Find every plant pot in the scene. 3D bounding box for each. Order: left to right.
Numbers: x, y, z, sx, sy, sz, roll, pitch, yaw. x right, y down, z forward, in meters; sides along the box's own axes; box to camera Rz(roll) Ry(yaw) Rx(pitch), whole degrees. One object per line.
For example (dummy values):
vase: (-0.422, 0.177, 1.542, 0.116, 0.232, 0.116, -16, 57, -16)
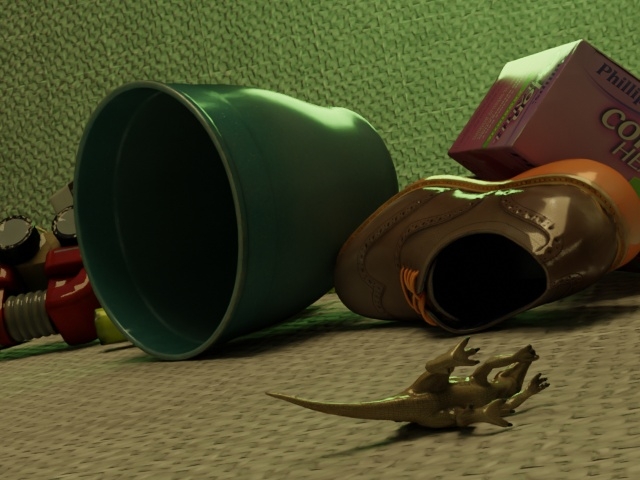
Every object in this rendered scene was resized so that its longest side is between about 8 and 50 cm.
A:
plant pot: (-0.070, -0.037, 1.577, 0.255, 0.271, 0.272, -12, 3, -41)

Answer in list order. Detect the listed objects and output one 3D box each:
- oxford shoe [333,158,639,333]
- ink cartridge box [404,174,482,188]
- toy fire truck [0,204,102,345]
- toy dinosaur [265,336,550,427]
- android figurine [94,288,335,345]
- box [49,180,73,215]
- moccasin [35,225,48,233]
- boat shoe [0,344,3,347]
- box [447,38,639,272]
oxford shoe: (0.108, 0.018, 1.361, 0.133, 0.130, 0.364, -34, 8, -36)
ink cartridge box: (0.327, -0.047, 1.873, 0.330, 0.071, 0.324, -2, -2, -35)
toy fire truck: (-0.351, 0.083, 1.823, 0.217, 0.246, 0.158, -9, -42, 9)
toy dinosaur: (0.068, 0.093, 0.903, 0.183, 0.053, 0.092, -4, -17, -33)
android figurine: (-0.114, 0.069, 1.764, 0.273, 0.056, 0.248, -11, 3, -1)
box: (-0.265, -0.013, 2.247, 0.119, 0.181, 0.182, -32, -13, 26)
moccasin: (-0.404, 0.050, 2.240, 0.139, 0.147, 0.380, -8, 4, 42)
boat shoe: (-0.483, 0.109, 1.952, 0.105, 0.089, 0.285, -9, 4, 29)
box: (0.260, -0.071, 1.456, 0.213, 0.117, 0.243, 34, -4, -8)
